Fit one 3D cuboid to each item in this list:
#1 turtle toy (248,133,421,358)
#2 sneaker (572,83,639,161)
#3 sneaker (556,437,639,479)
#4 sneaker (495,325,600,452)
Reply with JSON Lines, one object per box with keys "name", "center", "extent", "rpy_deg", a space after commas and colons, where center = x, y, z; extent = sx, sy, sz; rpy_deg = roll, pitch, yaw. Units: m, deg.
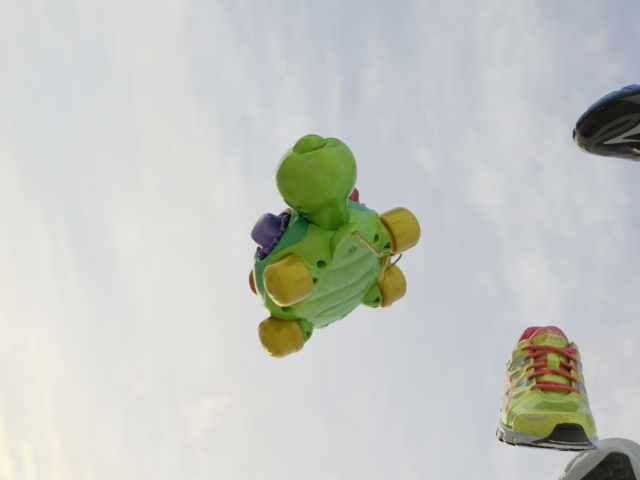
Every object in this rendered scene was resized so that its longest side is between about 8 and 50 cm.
{"name": "turtle toy", "center": [0.000, 0.000, 0.589], "extent": [0.066, 0.095, 0.130], "rpy_deg": [51, -29, 30]}
{"name": "sneaker", "center": [0.279, -0.063, 0.792], "extent": [0.188, 0.078, 0.067], "rpy_deg": [15, -31, 12]}
{"name": "sneaker", "center": [0.298, 0.262, 1.154], "extent": [0.292, 0.110, 0.118], "rpy_deg": [79, 22, -58]}
{"name": "sneaker", "center": [0.193, 0.123, 0.933], "extent": [0.208, 0.081, 0.094], "rpy_deg": [-84, 180, -84]}
